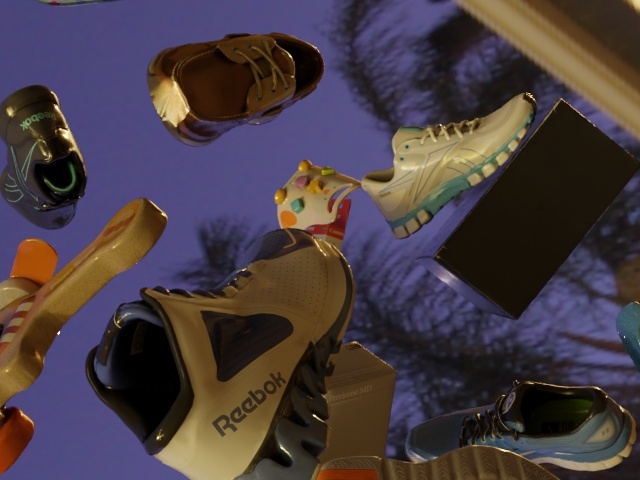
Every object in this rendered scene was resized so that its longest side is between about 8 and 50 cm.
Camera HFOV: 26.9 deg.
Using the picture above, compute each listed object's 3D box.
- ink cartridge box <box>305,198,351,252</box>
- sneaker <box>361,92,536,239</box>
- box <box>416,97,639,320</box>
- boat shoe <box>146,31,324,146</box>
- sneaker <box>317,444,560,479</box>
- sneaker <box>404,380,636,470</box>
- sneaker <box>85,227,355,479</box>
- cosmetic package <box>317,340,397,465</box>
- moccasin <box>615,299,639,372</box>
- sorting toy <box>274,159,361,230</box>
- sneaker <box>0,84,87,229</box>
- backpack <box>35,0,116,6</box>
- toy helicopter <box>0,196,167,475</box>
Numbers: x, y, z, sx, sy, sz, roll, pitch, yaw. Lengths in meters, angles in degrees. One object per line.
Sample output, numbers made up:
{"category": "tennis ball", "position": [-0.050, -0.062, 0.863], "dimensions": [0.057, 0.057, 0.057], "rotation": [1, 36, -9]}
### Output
{"category": "ink cartridge box", "position": [0.000, 0.000, 1.675], "dimensions": [0.029, 0.063, 0.115], "rotation": [17, -98, -31]}
{"category": "sneaker", "position": [0.112, -0.082, 1.223], "dimensions": [0.083, 0.190, 0.071], "rotation": [47, -152, -8]}
{"category": "box", "position": [0.193, -0.025, 1.305], "dimensions": [0.103, 0.261, 0.184], "rotation": [36, -90, 1]}
{"category": "boat shoe", "position": [-0.091, -0.196, 1.581], "dimensions": [0.122, 0.120, 0.324], "rotation": [65, -156, -4]}
{"category": "sneaker", "position": [0.117, 0.318, 1.477], "dimensions": [0.321, 0.180, 0.125], "rotation": [8, -130, -13]}
{"category": "sneaker", "position": [0.269, 0.257, 1.902], "dimensions": [0.147, 0.330, 0.130], "rotation": [55, -150, -43]}
{"category": "sneaker", "position": [-0.082, 0.076, 1.083], "dimensions": [0.182, 0.127, 0.315], "rotation": [31, -147, -17]}
{"category": "cosmetic package", "position": [0.013, 0.264, 1.769], "dimensions": [0.127, 0.107, 0.238], "rotation": [-13, -58, -35]}
{"category": "moccasin", "position": [0.452, 0.189, 1.485], "dimensions": [0.117, 0.138, 0.342], "rotation": [-34, -59, -1]}
{"category": "sorting toy", "position": [0.003, -0.044, 1.322], "dimensions": [0.083, 0.075, 0.045], "rotation": [-52, -50, -21]}
{"category": "sneaker", "position": [-0.340, -0.075, 1.656], "dimensions": [0.101, 0.267, 0.106], "rotation": [-27, -115, -16]}
{"category": "backpack", "position": [-0.309, -0.427, 1.545], "dimensions": [0.355, 0.290, 0.273], "rotation": [17, -115, -83]}
{"category": "toy helicopter", "position": [-0.301, 0.076, 1.463], "dimensions": [0.140, 0.355, 0.235], "rotation": [44, -167, -21]}
